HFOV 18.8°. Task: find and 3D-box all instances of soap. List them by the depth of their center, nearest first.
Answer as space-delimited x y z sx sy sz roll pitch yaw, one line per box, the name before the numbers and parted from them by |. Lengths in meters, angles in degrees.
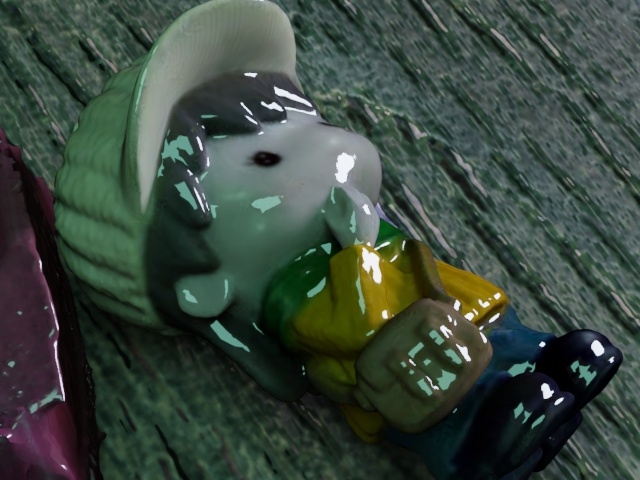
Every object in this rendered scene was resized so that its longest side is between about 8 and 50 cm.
soap | -0.194 0.053 1.084 0.112 0.182 0.289 -14 34 -4

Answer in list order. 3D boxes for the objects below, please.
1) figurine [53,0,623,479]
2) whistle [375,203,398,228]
figurine | -0.008 0.025 1.097 0.332 0.204 0.185 49 37 7
whistle | 0.065 0.047 1.163 0.033 0.033 0.176 -29 69 -12
